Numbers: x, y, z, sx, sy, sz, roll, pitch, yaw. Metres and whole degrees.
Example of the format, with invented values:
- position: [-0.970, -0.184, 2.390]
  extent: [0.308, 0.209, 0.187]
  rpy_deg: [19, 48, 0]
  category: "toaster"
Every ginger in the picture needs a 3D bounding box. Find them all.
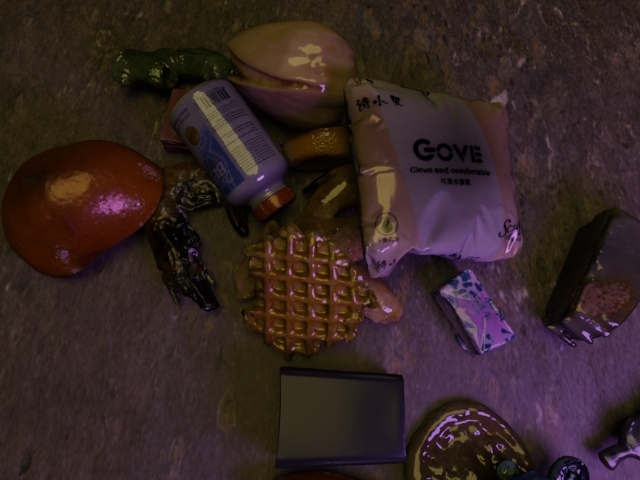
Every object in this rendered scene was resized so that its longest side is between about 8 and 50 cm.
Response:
- position: [0.003, -0.017, 0.880]
  extent: [0.348, 0.122, 0.363]
  rpy_deg: [5, 81, -8]
  category: "ginger"
- position: [-0.356, -0.417, 1.021]
  extent: [0.289, 0.089, 0.137]
  rpy_deg: [-7, 37, -11]
  category: "ginger"

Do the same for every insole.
- position: [-0.007, -0.131, 0.904]
  extent: [0.053, 0.152, 0.002]
  rpy_deg: [-43, 100, -25]
  category: "insole"

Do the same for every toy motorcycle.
- position: [0.343, 0.470, 0.685]
  extent: [0.315, 0.113, 0.169]
  rpy_deg: [-7, 92, -24]
  category: "toy motorcycle"

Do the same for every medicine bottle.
- position: [-0.172, -0.179, 0.885]
  extent: [0.157, 0.157, 0.289]
  rpy_deg: [-36, 92, -11]
  category: "medicine bottle"

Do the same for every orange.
- position: [-0.514, -0.075, 0.887]
  extent: [0.310, 0.274, 0.274]
  rpy_deg: [-44, 74, 26]
  category: "orange"

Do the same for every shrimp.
- position: [-0.257, -0.027, 0.912]
  extent: [0.233, 0.071, 0.365]
  rpy_deg: [-23, 68, -13]
  category: "shrimp"

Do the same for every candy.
- position: [0.305, 0.147, 0.850]
  extent: [0.092, 0.073, 0.160]
  rpy_deg: [-28, 74, -8]
  category: "candy"

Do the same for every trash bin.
- position: [0.035, 0.321, 0.771]
  extent: [0.225, 0.115, 0.165]
  rpy_deg: [2, 72, -2]
  category: "trash bin"

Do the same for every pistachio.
- position: [-0.062, -0.374, 0.945]
  extent: [0.321, 0.229, 0.238]
  rpy_deg: [24, 30, 20]
  category: "pistachio"

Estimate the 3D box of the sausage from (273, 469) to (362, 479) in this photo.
- position: [0.050, 0.473, 0.738]
  extent: [0.302, 0.076, 0.103]
  rpy_deg: [17, 72, 5]
  category: "sausage"

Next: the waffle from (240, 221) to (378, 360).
- position: [-0.043, 0.107, 0.795]
  extent: [0.291, 0.051, 0.291]
  rpy_deg: [2, 112, 5]
  category: "waffle"

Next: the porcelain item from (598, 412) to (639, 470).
- position: [0.612, 0.361, 0.783]
  extent: [0.215, 0.069, 0.081]
  rpy_deg: [-30, 78, -11]
  category: "porcelain item"

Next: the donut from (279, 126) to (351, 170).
- position: [0.001, -0.196, 0.918]
  extent: [0.162, 0.178, 0.066]
  rpy_deg: [-7, 90, -43]
  category: "donut"

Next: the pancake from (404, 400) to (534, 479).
- position: [0.276, 0.418, 0.772]
  extent: [0.241, 0.050, 0.242]
  rpy_deg: [0, 71, -1]
  category: "pancake"

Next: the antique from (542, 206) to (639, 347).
- position: [0.567, 0.085, 0.846]
  extent: [0.150, 0.125, 0.284]
  rpy_deg: [37, 75, 12]
  category: "antique"

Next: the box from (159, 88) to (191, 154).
- position: [-0.308, -0.279, 0.994]
  extent: [0.111, 0.060, 0.156]
  rpy_deg: [8, 70, 0]
  category: "box"

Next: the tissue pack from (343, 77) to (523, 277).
- position: [0.220, -0.126, 0.842]
  extent: [0.375, 0.195, 0.390]
  rpy_deg: [-1, 77, -24]
  category: "tissue pack"
